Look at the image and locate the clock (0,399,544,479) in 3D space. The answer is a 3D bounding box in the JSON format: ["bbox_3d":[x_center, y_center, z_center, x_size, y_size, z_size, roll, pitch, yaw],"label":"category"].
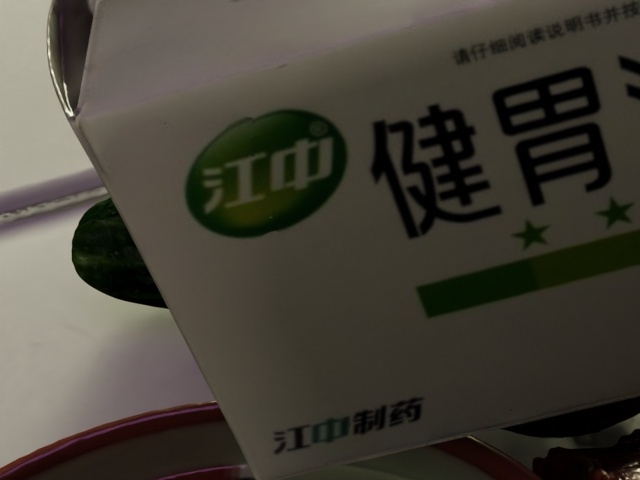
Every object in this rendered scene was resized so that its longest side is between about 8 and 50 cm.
[{"bbox_3d":[-0.036,0.175,0.523,0.318,0.080,0.318,-7,34,5],"label":"clock"}]

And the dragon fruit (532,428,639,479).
[{"bbox_3d":[0.133,0.113,0.583,0.131,0.063,0.097,5,13,31],"label":"dragon fruit"}]

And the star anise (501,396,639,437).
[{"bbox_3d":[0.163,0.012,0.652,0.212,0.053,0.157,-19,27,35],"label":"star anise"}]

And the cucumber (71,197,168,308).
[{"bbox_3d":[-0.001,0.001,0.719,0.241,0.074,0.074,1,42,21],"label":"cucumber"}]

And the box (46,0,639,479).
[{"bbox_3d":[0.092,-0.053,0.546,0.333,0.173,0.145,-14,36,11],"label":"box"}]
